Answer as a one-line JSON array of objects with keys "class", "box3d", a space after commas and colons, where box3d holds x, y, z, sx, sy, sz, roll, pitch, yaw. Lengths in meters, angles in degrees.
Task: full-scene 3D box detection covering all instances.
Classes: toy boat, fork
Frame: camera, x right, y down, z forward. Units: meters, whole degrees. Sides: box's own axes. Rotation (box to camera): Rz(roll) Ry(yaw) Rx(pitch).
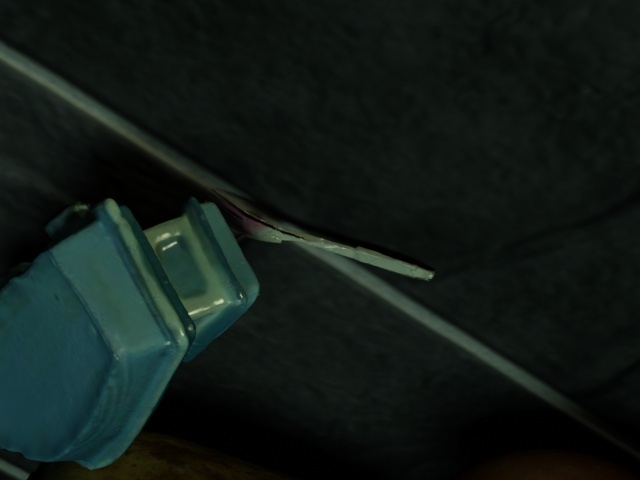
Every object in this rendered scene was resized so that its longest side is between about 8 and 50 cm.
[{"class": "toy boat", "box3d": [-0.107, 0.049, 0.907, 0.109, 0.098, 0.238, 60, 149, 9]}, {"class": "fork", "box3d": [0.000, 0.001, 0.865, 0.115, 0.012, 0.016, 19, 150, -9]}]

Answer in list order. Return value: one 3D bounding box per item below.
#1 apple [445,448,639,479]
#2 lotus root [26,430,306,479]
[{"class": "apple", "box3d": [0.115, 0.204, 0.958, 0.162, 0.201, 0.201, 30, 148, 20]}, {"class": "lotus root", "box3d": [-0.048, 0.187, 1.022, 0.260, 0.128, 0.145, 20, 177, -16]}]
